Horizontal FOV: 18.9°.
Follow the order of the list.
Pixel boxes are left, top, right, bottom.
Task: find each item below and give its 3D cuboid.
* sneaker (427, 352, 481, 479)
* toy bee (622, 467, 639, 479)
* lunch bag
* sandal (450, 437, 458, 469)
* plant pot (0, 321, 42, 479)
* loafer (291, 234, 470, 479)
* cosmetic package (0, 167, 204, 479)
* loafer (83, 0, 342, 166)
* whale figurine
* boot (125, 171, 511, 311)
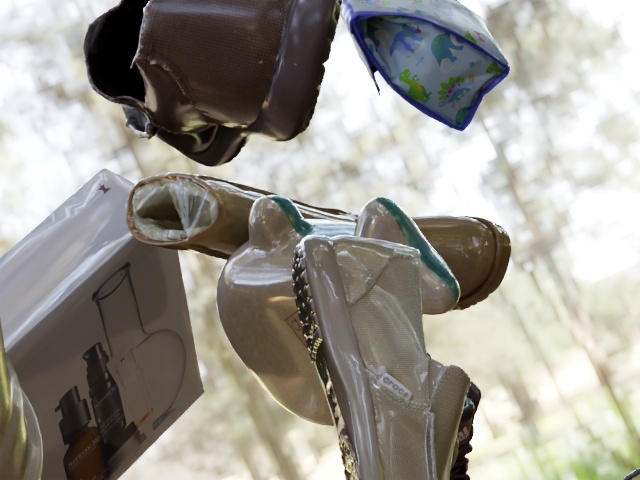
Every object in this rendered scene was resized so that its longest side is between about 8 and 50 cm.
[{"bbox_3d":[0.112,0.235,1.866,0.106,0.281,0.162,-4,-29,-32],"label":"sneaker"},{"bbox_3d":[0.392,0.268,1.473,0.298,0.195,0.162,-13,29,13],"label":"toy bee"},{"bbox_3d":[0.075,-0.179,1.687,0.096,0.151,0.129,-52,24,16],"label":"lunch bag"},{"bbox_3d":[0.060,0.243,1.803,0.180,0.072,0.049,-44,-14,-7],"label":"sandal"},{"bbox_3d":[-0.360,0.051,1.386,0.334,0.334,0.305,-19,-43,-32],"label":"plant pot"},{"bbox_3d":[0.056,0.117,1.234,0.092,0.268,0.102,-15,-7,-7],"label":"loafer"},{"bbox_3d":[-0.274,0.155,1.789,0.377,0.097,0.284,-45,-34,-30],"label":"cosmetic package"},{"bbox_3d":[-0.089,-0.134,1.264,0.130,0.133,0.366,16,-6,-14],"label":"loafer"},{"bbox_3d":[0.031,0.040,1.560,0.141,0.216,0.272,-37,-2,-35],"label":"whale figurine"},{"bbox_3d":[0.000,0.000,1.713,0.269,0.089,0.236,15,-14,-43],"label":"boot"}]
